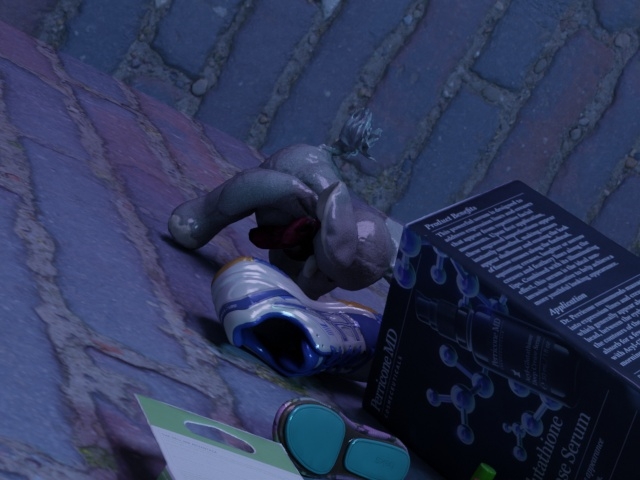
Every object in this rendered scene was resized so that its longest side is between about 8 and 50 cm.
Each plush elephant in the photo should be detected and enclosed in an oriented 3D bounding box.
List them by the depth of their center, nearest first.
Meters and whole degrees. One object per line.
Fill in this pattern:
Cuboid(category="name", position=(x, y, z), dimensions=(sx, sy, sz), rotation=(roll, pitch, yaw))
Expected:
Cuboid(category="plush elephant", position=(0.000, 0.000, 1.826), dimensions=(0.272, 0.330, 0.255), rotation=(31, 26, -43))

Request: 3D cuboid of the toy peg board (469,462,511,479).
Cuboid(category="toy peg board", position=(0.196, 0.312, 1.340), dimensions=(0.161, 0.079, 0.161), rotation=(31, 10, 7))

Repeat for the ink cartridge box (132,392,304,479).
Cuboid(category="ink cartridge box", position=(-0.070, 0.227, 1.070), dimensions=(0.171, 0.056, 0.235), rotation=(25, 9, -30))

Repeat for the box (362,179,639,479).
Cuboid(category="box", position=(0.275, 0.164, 1.498), dimensions=(0.212, 0.293, 0.395), rotation=(-21, 45, -38))

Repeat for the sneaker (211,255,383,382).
Cuboid(category="sneaker", position=(-0.010, 0.135, 1.608), dimensions=(0.297, 0.112, 0.131), rotation=(24, 30, -25))

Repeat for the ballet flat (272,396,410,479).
Cuboid(category="ballet flat", position=(0.006, 0.211, 1.340), dimensions=(0.079, 0.076, 0.221), rotation=(15, -8, 44))
